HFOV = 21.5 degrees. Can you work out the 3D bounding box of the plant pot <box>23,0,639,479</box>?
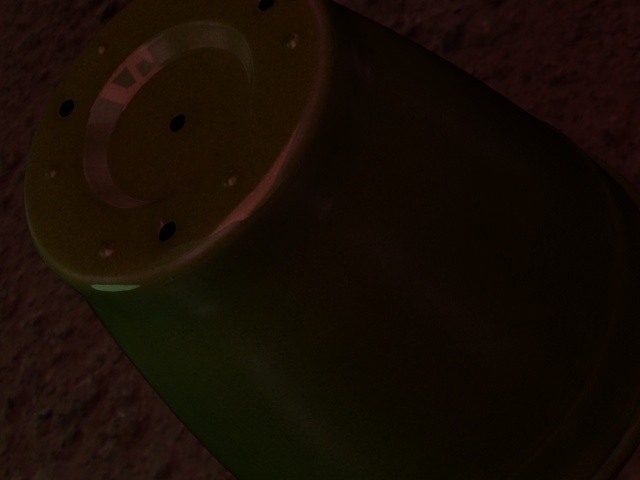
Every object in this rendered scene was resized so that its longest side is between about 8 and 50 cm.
[{"bbox_3d":[0.000,0.000,1.140,0.366,0.353,0.366,-20,51,27],"label":"plant pot"}]
